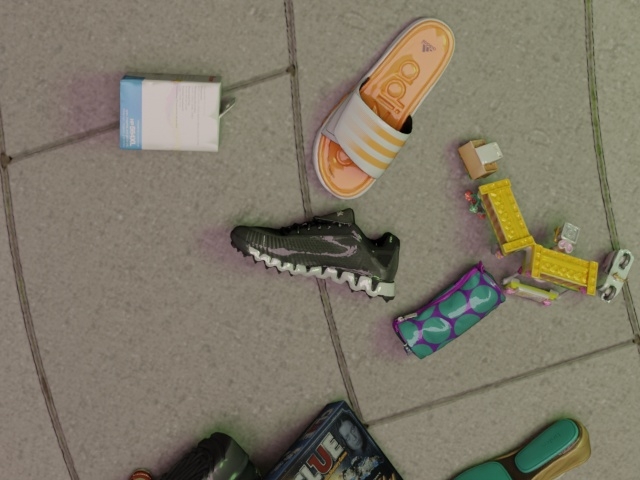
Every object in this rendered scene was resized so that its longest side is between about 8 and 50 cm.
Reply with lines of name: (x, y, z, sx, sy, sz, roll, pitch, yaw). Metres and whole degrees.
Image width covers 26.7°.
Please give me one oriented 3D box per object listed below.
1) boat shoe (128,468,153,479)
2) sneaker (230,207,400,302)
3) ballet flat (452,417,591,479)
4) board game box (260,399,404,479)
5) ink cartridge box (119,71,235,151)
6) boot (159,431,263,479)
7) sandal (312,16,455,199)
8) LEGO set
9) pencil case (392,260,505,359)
boat shoe: (-0.257, 0.383, 1.859, 0.049, 0.043, 0.137, 11, 103, -7)
sneaker: (0.000, 0.000, 1.771, 0.234, 0.078, 0.106, 16, 98, -10)
ballet flat: (0.273, 0.330, 1.857, 0.232, 0.080, 0.073, -30, 132, 7)
board game box: (0.001, 0.351, 1.783, 0.165, 0.042, 0.243, 54, 50, -12)
ink cartridge box: (-0.179, -0.163, 1.716, 0.143, 0.092, 0.090, 3, 103, -2)
boot: (-0.118, 0.535, 1.826, 0.367, 0.146, 0.445, -39, 108, 0)
sandal: (0.080, -0.172, 1.733, 0.102, 0.076, 0.265, 32, 99, -8)
LEGO set: (0.267, -0.001, 1.787, 0.287, 0.107, 0.132, 37, 64, -5)
pencil case: (0.170, 0.095, 1.802, 0.151, 0.064, 0.070, -36, 118, 5)
